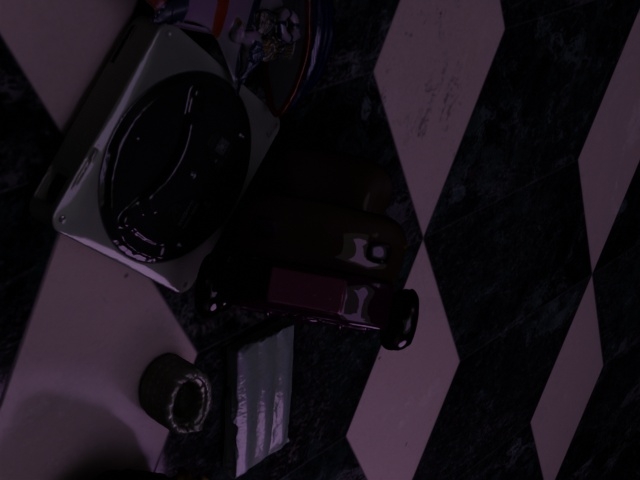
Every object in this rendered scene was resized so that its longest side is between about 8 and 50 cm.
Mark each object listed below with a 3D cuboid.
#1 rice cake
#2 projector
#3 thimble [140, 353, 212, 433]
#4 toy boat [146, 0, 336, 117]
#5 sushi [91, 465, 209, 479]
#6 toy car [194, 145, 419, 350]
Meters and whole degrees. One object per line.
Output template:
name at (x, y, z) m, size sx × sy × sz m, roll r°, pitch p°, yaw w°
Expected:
rice cake at (-0.093, 0.238, 1.538) m, size 0.127 × 0.043 × 0.237 m, roll -25°, pitch 128°, yaw -39°
projector at (-0.176, -0.089, 1.205) m, size 0.257 × 0.079 × 0.259 m, roll -61°, pitch 146°, yaw -5°
thimble at (-0.190, 0.208, 1.383) m, size 0.084 × 0.062 × 0.110 m, roll -41°, pitch 138°, yaw -30°
toy boat at (-0.084, -0.283, 1.193) m, size 0.318 × 0.072 × 0.219 m, roll 33°, pitch 69°, yaw -51°
sushi at (-0.216, 0.380, 1.346) m, size 0.204 × 0.200 × 0.213 m, roll -49°, pitch 148°, yaw -32°
toy car at (0.000, 0.000, 1.294) m, size 0.340 × 0.271 × 0.240 m, roll 107°, pitch -6°, yaw -87°
